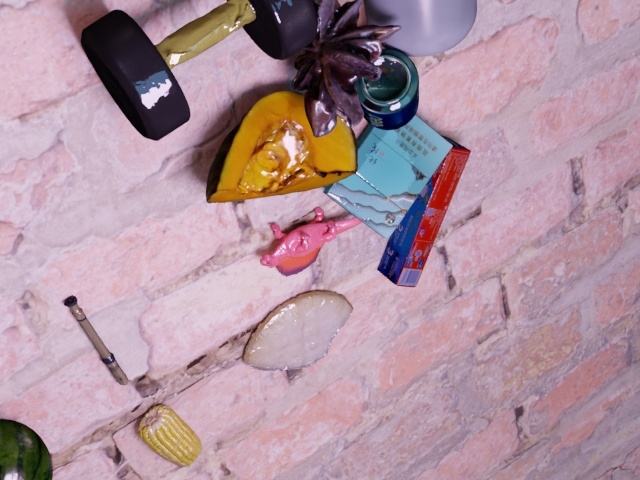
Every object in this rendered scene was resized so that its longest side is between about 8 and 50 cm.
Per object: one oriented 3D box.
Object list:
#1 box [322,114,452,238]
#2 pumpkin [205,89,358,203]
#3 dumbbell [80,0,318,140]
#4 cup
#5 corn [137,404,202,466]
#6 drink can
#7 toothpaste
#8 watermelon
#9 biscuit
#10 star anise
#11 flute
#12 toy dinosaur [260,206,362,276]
[{"bbox_3d":[0.133,-0.140,1.833,0.162,0.041,0.229,36,87,-20],"label":"box"},{"bbox_3d":[-0.101,-0.164,1.678,0.312,0.148,0.169,-12,84,-38],"label":"pumpkin"},{"bbox_3d":[-0.185,-0.318,1.453,0.322,0.204,0.204,-36,131,-12],"label":"dumbbell"},{"bbox_3d":[0.161,-0.483,1.590,0.205,0.205,0.312,-25,129,-20],"label":"cup"},{"bbox_3d":[-0.301,0.399,1.896,0.085,0.063,0.165,-60,138,-23],"label":"corn"},{"bbox_3d":[0.121,-0.267,1.692,0.118,0.118,0.205,-49,172,0],"label":"drink can"},{"bbox_3d":[0.214,-0.059,1.964,0.066,0.076,0.320,7,112,-37],"label":"toothpaste"},{"bbox_3d":[-0.558,0.417,1.626,0.188,0.215,0.188,-17,133,-20],"label":"watermelon"},{"bbox_3d":[-0.042,0.200,1.969,0.265,0.040,0.188,-30,127,-16],"label":"biscuit"},{"bbox_3d":[0.023,-0.309,1.569,0.129,0.283,0.212,10,139,-42],"label":"star anise"},{"bbox_3d":[-0.408,0.189,1.721,0.027,0.027,0.233,-33,131,-14],"label":"flute"},{"bbox_3d":[-0.003,0.007,1.874,0.286,0.070,0.139,-23,139,-29],"label":"toy dinosaur"}]
